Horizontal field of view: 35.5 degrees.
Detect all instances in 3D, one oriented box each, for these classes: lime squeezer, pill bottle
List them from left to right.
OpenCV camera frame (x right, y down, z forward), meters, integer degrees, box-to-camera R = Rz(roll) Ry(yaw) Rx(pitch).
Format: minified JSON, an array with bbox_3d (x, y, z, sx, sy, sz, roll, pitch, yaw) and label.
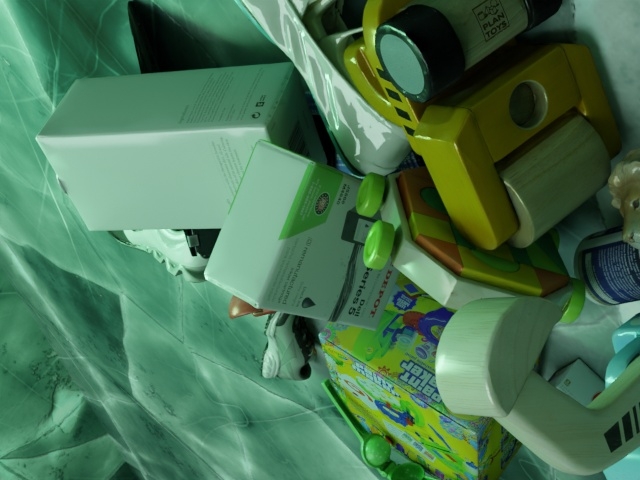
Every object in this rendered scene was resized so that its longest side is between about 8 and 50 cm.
[{"bbox_3d":[0.113,0.347,1.608,0.310,0.059,0.110,36,157,19],"label":"lime squeezer"},{"bbox_3d":[0.391,0.022,1.186,0.094,0.094,0.169,52,150,-10],"label":"pill bottle"}]

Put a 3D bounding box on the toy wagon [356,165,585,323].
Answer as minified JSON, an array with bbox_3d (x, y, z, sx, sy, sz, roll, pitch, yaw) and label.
[{"bbox_3d":[0.178,-0.019,1.251,0.267,0.344,0.068,16,120,-13],"label":"toy wagon"}]

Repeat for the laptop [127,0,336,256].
[{"bbox_3d":[-0.148,-0.164,1.707,0.382,0.236,0.408,88,163,-48],"label":"laptop"}]

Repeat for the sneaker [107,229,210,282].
[{"bbox_3d":[-0.324,-0.046,2.029,0.330,0.122,0.146,24,125,36],"label":"sneaker"}]

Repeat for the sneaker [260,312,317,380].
[{"bbox_3d":[-0.055,0.183,1.973,0.107,0.100,0.272,14,139,7],"label":"sneaker"}]

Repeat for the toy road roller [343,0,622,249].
[{"bbox_3d":[0.168,-0.170,1.154,0.330,0.202,0.240,61,161,-21],"label":"toy road roller"}]

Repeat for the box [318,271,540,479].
[{"bbox_3d":[0.177,0.227,1.590,0.290,0.177,0.279,30,155,26],"label":"box"}]

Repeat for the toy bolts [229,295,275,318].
[{"bbox_3d":[-0.047,0.027,1.651,0.228,0.218,0.159,-16,81,23],"label":"toy bolts"}]

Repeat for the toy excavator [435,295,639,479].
[{"bbox_3d":[0.365,0.190,1.075,0.222,0.445,0.433,-8,109,55],"label":"toy excavator"}]

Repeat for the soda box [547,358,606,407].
[{"bbox_3d":[0.425,0.279,1.478,0.216,0.069,0.074,44,150,4],"label":"soda box"}]

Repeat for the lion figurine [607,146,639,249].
[{"bbox_3d":[0.447,-0.107,0.953,0.240,0.142,0.392,43,137,22],"label":"lion figurine"}]

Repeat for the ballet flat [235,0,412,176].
[{"bbox_3d":[0.010,-0.272,1.303,0.400,0.139,0.139,57,149,-4],"label":"ballet flat"}]

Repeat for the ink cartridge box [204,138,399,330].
[{"bbox_3d":[0.000,0.000,1.365,0.114,0.199,0.272,25,-175,38],"label":"ink cartridge box"}]

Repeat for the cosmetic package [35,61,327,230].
[{"bbox_3d":[-0.199,-0.131,1.469,0.365,0.155,0.197,1,136,20],"label":"cosmetic package"}]

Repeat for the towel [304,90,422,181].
[{"bbox_3d":[0.085,-0.085,1.521,0.243,0.040,0.336,7,130,51],"label":"towel"}]
